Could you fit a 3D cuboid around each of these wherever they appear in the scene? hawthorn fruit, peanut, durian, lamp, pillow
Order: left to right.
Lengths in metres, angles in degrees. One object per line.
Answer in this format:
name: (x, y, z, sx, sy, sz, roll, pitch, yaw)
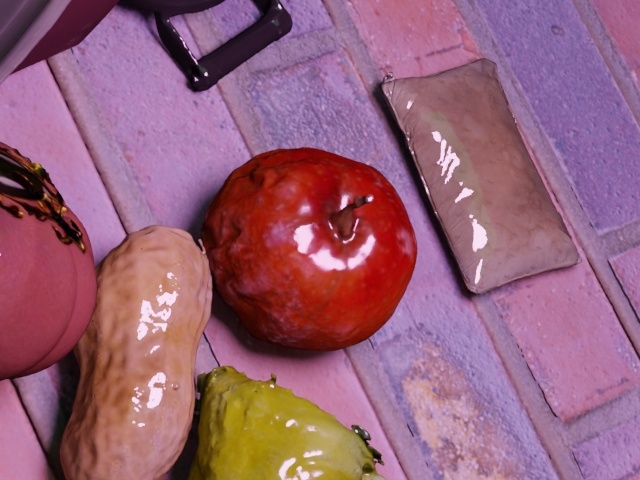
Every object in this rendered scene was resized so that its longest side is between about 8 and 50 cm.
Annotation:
lamp: (-0.372, 0.021, 1.717, 0.305, 0.305, 0.239, 39, 102, -10)
peanut: (-0.196, 0.132, 1.818, 0.149, 0.149, 0.313, 13, 67, -21)
lamp: (-0.159, -0.401, 1.987, 0.205, 0.272, 0.374, -39, 88, -32)
durian: (-0.026, 0.308, 1.785, 0.256, 0.204, 0.339, 25, 56, -29)
hawthorn fruit: (0.000, 0.000, 1.890, 0.242, 0.272, 0.241, 6, 76, -23)
pillow: (0.199, -0.089, 2.141, 0.185, 0.075, 0.302, -16, 77, -32)

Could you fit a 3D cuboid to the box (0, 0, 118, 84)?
box: (-0.309, -0.310, 1.875, 0.167, 0.294, 0.193, -27, 82, -43)
